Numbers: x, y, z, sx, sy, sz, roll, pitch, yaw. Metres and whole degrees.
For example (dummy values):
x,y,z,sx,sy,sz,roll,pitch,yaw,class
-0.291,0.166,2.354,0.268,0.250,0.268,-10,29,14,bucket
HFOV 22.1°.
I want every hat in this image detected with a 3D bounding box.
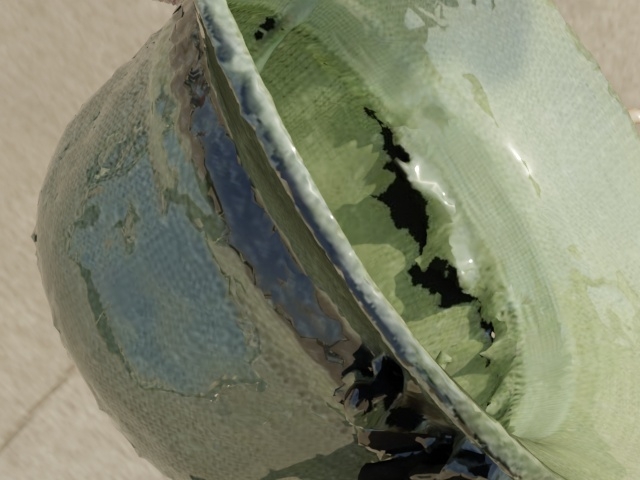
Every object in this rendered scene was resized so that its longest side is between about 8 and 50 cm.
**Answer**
x,y,z,sx,sy,sz,roll,pitch,yaw,class
0.000,0.000,0.453,0.130,0.257,0.257,-34,65,25,hat

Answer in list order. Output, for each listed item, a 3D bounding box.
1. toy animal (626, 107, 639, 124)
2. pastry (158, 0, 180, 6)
x,y,z,sx,sy,sz,roll,pitch,yaw,class
0.131,-0.042,0.942,0.114,0.082,0.091,-17,77,31,toy animal
-0.060,-0.214,1.139,0.265,0.103,0.112,16,48,20,pastry
